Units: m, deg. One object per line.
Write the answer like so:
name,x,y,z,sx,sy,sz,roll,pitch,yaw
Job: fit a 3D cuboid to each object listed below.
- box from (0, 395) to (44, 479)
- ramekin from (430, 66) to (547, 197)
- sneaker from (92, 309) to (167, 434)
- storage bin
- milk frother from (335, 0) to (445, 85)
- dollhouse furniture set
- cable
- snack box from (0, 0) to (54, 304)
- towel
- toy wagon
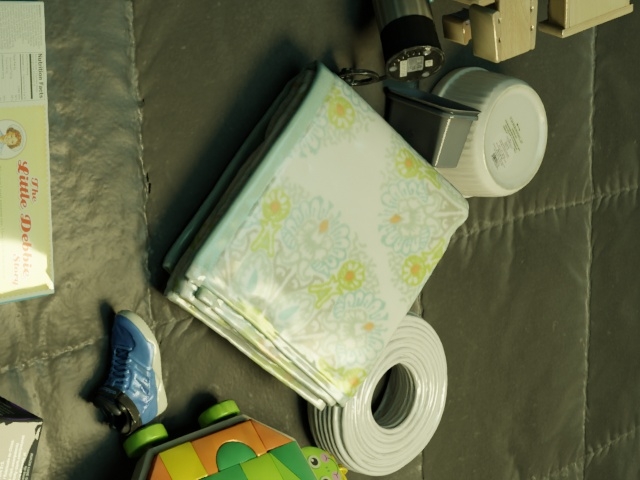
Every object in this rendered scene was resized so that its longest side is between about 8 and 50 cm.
box,-0.438,0.217,1.109,0.270,0.165,0.143,13,90,-45
ramekin,0.260,-0.163,1.754,0.207,0.109,0.207,-13,108,-43
sneaker,-0.239,0.165,1.370,0.084,0.058,0.152,-37,130,-44
storage bin,0.158,-0.162,1.646,0.098,0.135,0.091,-2,112,-45
milk frother,0.084,-0.285,1.569,0.143,0.129,0.134,-2,63,-17
dollhouse furniture set,0.242,-0.412,1.570,0.286,0.303,0.198,-23,124,-28
cable,0.089,0.220,1.684,0.257,0.089,0.257,-9,105,-43
snack box,-0.376,-0.087,1.177,0.187,0.060,0.321,-10,106,-43
towel,0.000,0.000,1.510,0.320,0.090,0.374,42,73,-28
toy wagon,-0.085,0.329,1.439,0.344,0.068,0.267,-14,65,-43
